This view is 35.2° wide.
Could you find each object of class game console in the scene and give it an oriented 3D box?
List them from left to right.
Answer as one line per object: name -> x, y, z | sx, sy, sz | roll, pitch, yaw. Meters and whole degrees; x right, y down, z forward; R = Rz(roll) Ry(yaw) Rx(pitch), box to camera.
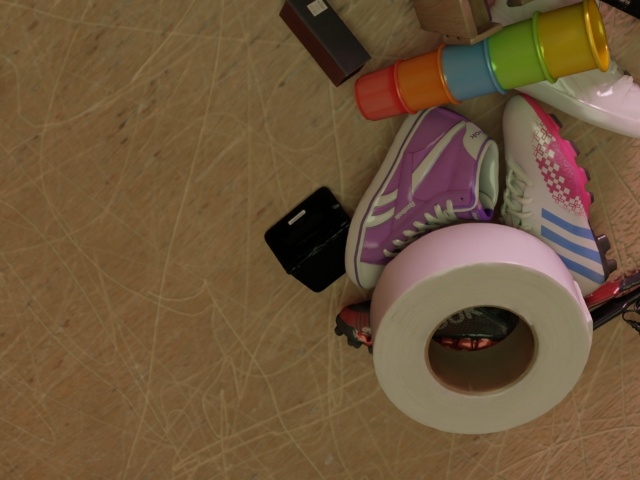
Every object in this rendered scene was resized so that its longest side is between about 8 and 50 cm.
game console -> 0.000, 0.000, 1.465 | 0.122, 0.071, 0.107 | -39, 75, 14

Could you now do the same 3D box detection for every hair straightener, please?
hair straightener -> 0.458, 0.089, 1.469 | 0.230, 0.047, 0.089 | -29, 107, 7

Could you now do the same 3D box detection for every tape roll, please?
tape roll -> 0.209, 0.120, 1.341 | 0.286, 0.100, 0.286 | 0, 120, 0

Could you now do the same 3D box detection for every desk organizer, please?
desk organizer -> 0.004, -0.272, 1.341 | 0.047, 0.050, 0.130 | -38, 90, -19

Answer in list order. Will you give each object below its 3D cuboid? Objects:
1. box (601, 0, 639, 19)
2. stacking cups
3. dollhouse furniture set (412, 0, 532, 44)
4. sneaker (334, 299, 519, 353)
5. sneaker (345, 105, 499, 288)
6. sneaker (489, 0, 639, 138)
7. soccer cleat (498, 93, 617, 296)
box -> 0.404, -0.388, 1.162 | 0.322, 0.079, 0.257 | 7, 125, -45
stacking cups -> 0.193, -0.223, 1.266 | 0.316, 0.096, 0.096 | -9, 111, 29
dollhouse furniture set -> 0.220, -0.439, 1.248 | 0.303, 0.198, 0.286 | -28, 115, -14
sneaker -> 0.159, 0.098, 1.450 | 0.276, 0.098, 0.135 | 3, 111, -1
sneaker -> 0.142, -0.032, 1.362 | 0.161, 0.102, 0.282 | 35, 114, 30
sneaker -> 0.353, -0.250, 1.307 | 0.292, 0.108, 0.169 | 23, 113, -5
soccer cleat -> 0.291, -0.036, 1.351 | 0.143, 0.116, 0.331 | -30, 121, 0
